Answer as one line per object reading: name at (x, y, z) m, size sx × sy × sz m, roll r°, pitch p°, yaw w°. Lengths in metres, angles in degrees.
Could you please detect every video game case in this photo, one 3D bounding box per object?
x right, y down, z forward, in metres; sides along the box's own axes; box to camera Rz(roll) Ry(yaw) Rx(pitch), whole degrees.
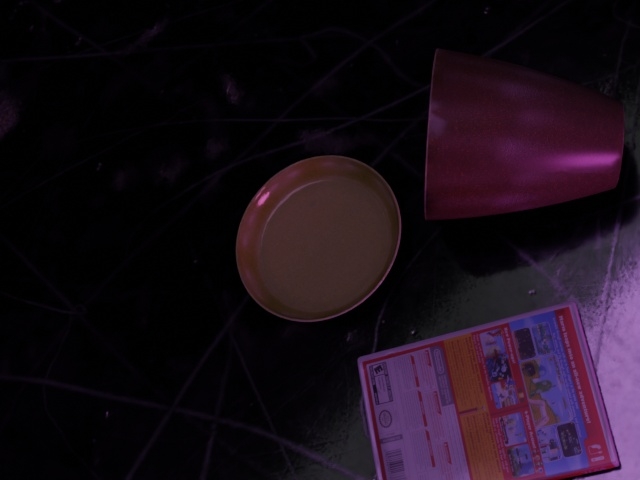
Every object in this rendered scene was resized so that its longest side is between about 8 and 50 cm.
video game case at (0.195, 0.205, 1.267) m, size 0.285 × 0.025 × 0.204 m, roll -17°, pitch 64°, yaw 16°

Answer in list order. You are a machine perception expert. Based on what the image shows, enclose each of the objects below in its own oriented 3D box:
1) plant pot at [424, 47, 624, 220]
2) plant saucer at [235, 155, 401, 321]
plant pot at (0.252, -0.126, 1.292) m, size 0.230 × 0.215 × 0.215 m, roll 3°, pitch 70°, yaw 8°
plant saucer at (0.000, 0.000, 1.424) m, size 0.240 × 0.037 × 0.241 m, roll -8°, pitch 67°, yaw 20°
